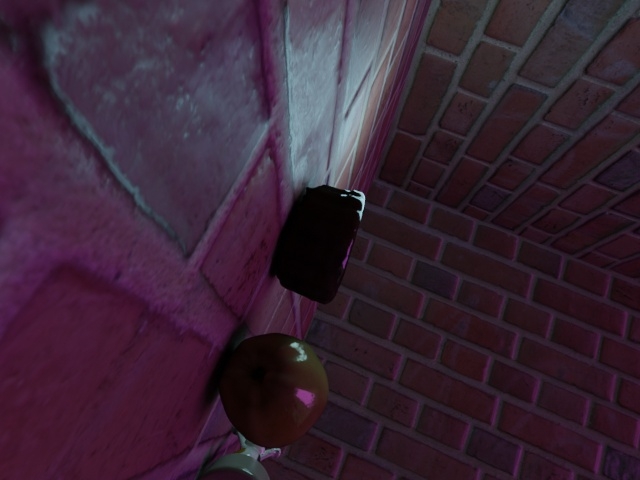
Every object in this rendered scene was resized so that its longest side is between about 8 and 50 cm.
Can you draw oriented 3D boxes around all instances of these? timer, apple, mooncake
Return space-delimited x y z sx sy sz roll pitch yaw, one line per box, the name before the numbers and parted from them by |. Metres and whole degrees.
timer | -0.186 0.556 1.045 0.266 0.176 0.175 -51 163 -84
apple | -0.081 0.249 0.733 0.200 0.200 0.199 23 90 -84
mooncake | 0.000 0.000 0.822 0.228 0.125 0.227 18 90 -86
